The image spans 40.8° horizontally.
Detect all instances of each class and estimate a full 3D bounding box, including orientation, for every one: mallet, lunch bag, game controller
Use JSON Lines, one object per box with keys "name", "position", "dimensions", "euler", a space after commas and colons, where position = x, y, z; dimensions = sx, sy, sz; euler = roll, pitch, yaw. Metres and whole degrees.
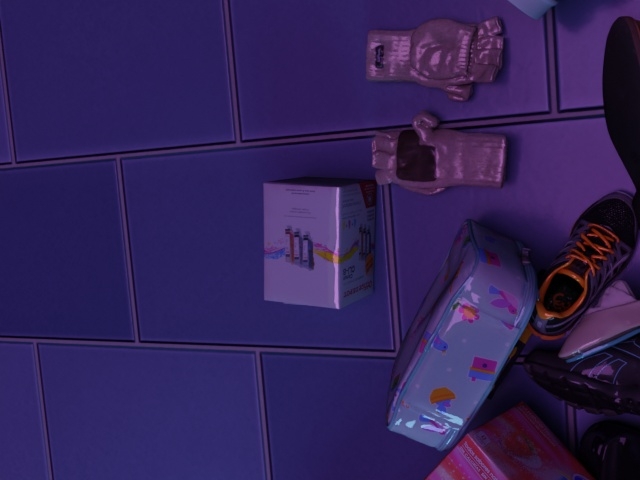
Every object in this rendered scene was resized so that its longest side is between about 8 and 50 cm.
{"name": "mallet", "position": [0.280, 0.133, 1.151], "dimensions": [0.062, 0.039, 0.190], "euler": [25, 87, 21]}
{"name": "lunch bag", "position": [0.184, 0.115, 1.131], "dimensions": [0.107, 0.224, 0.279], "euler": [25, 109, 1]}
{"name": "game controller", "position": [0.408, 0.398, 1.115], "dimensions": [0.166, 0.067, 0.319], "euler": [10, 106, 40]}

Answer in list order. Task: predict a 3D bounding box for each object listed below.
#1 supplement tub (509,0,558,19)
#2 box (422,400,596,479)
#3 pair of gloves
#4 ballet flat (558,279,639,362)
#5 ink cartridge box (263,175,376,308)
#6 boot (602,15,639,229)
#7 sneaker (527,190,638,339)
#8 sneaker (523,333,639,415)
{"name": "supplement tub", "position": [0.294, -0.442, 0.980], "dimensions": [0.235, 0.235, 0.325], "euler": [50, 116, 13]}
{"name": "box", "position": [0.283, 0.372, 1.074], "dimensions": [0.300, 0.154, 0.142], "euler": [49, 125, 24]}
{"name": "pair of gloves", "position": [0.161, -0.184, 1.197], "dimensions": [0.204, 0.042, 0.240], "euler": [-2, 95, 31]}
{"name": "ballet flat", "position": [0.401, 0.076, 1.058], "dimensions": [0.248, 0.086, 0.086], "euler": [-20, 88, 5]}
{"name": "ink cartridge box", "position": [0.000, 0.000, 1.258], "dimensions": [0.127, 0.128, 0.176], "euler": [6, 101, 27]}
{"name": "boot", "position": [0.429, -0.131, 1.052], "dimensions": [0.115, 0.112, 0.305], "euler": [-14, 85, -2]}
{"name": "sneaker", "position": [0.336, 0.031, 1.090], "dimensions": [0.084, 0.083, 0.215], "euler": [30, 86, 21]}
{"name": "sneaker", "position": [0.394, 0.171, 1.109], "dimensions": [0.267, 0.101, 0.106], "euler": [8, 62, 39]}
